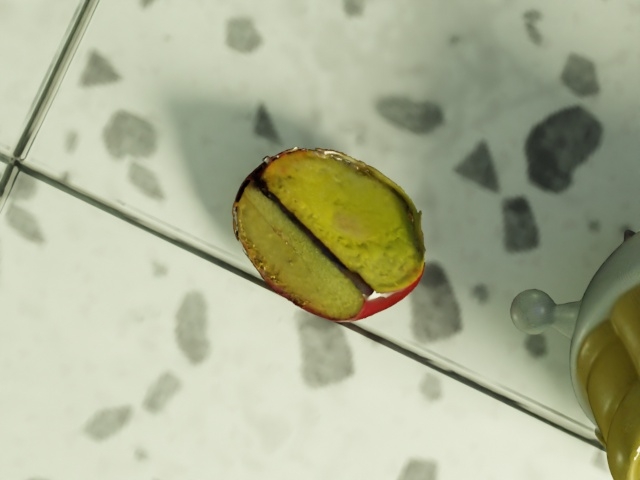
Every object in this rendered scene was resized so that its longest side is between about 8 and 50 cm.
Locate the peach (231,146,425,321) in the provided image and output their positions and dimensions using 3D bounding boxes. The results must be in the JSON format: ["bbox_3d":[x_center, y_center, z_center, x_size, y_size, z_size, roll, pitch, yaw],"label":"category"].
[{"bbox_3d":[0.000,0.000,0.826,0.083,0.050,0.077,12,58,-26],"label":"peach"}]

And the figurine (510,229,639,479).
[{"bbox_3d":[0.240,0.029,0.850,0.274,0.194,0.133,-29,52,-3],"label":"figurine"}]
